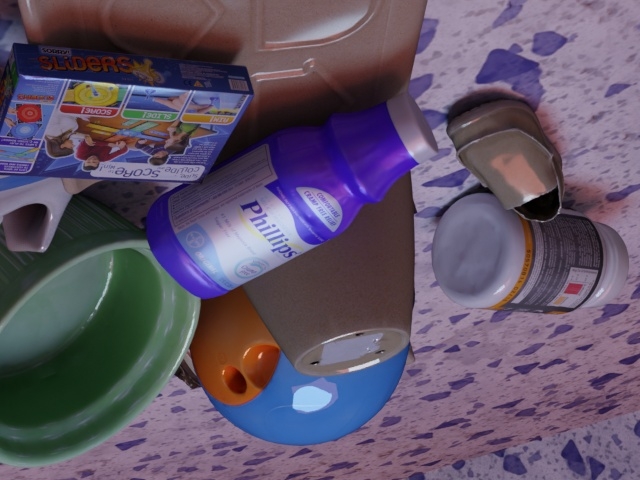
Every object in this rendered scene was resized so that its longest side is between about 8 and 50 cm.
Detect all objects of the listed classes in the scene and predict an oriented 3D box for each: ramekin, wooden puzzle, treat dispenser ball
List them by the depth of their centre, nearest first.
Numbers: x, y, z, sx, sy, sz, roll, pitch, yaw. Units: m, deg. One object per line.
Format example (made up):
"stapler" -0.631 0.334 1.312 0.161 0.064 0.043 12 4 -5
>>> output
"wooden puzzle" -0.077 -0.178 0.974 0.348 0.080 0.322 -11 152 -11
"ramekin" -0.299 0.091 1.239 0.303 0.148 0.303 -33 143 -29
"treat dispenser ball" -0.028 0.121 1.421 0.288 0.288 0.288 -12 155 -6

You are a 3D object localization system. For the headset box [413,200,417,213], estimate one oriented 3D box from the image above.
"headset box" 0.080 -0.057 1.353 0.062 0.083 0.032 -22 154 12

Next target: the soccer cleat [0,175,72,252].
"soccer cleat" -0.331 -0.080 0.972 0.116 0.143 0.331 5 166 28

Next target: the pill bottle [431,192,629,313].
"pill bottle" 0.306 0.025 1.562 0.278 0.162 0.162 8 147 -39

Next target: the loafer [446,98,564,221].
"loafer" 0.246 -0.094 1.358 0.102 0.092 0.268 -28 152 25

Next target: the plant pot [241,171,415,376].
"plant pot" 0.000 0.000 1.202 0.256 0.274 0.256 -12 155 -6

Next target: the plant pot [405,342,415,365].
"plant pot" 0.080 0.146 1.768 0.109 0.109 0.096 -19 143 8

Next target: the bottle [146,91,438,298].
"bottle" -0.026 -0.047 1.044 0.283 0.092 0.118 -27 133 15

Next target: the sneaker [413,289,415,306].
"sneaker" -0.011 0.088 1.614 0.319 0.112 0.131 -10 138 -17

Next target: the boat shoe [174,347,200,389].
"boat shoe" -0.207 0.187 1.698 0.095 0.095 0.257 -12 156 7

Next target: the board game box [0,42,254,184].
"board game box" -0.174 -0.102 0.932 0.201 0.035 0.136 1 147 -30
